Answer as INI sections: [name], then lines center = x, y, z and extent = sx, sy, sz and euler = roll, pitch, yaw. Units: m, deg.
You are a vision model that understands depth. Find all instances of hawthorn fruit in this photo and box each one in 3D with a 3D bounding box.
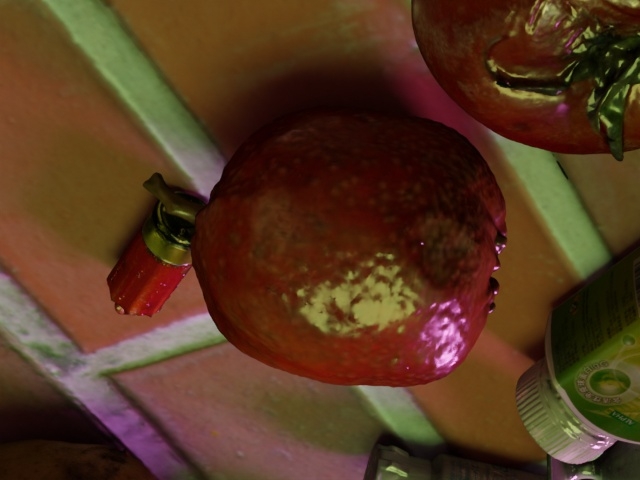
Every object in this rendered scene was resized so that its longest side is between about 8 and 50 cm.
[hawthorn fruit]
center = 0.000, 0.000, 1.275
extent = 0.253, 0.205, 0.205
euler = 10, 138, 5

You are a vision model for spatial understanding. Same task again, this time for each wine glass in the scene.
[wine glass]
center = 0.289, 0.189, 1.534
extent = 0.202, 0.093, 0.093
euler = 0, 138, 7

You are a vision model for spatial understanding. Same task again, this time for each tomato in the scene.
[tomato]
center = 0.173, -0.130, 1.186
extent = 0.228, 0.101, 0.228
euler = 0, 136, 0

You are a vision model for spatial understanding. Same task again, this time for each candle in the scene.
[candle]
center = -0.126, 0.019, 1.404
extent = 0.052, 0.052, 0.131
euler = 20, 136, -17

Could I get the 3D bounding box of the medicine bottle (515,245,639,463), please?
[medicine bottle]
center = 0.245, 0.093, 1.433
extent = 0.132, 0.088, 0.188
euler = 28, 132, -25

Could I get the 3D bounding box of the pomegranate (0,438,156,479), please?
[pomegranate]
center = -0.232, 0.308, 1.578
extent = 0.281, 0.281, 0.281
euler = 2, 138, 2

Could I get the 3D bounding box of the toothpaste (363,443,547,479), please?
[toothpaste]
center = 0.184, 0.243, 1.601
extent = 0.299, 0.114, 0.073
euler = 15, 135, -5
